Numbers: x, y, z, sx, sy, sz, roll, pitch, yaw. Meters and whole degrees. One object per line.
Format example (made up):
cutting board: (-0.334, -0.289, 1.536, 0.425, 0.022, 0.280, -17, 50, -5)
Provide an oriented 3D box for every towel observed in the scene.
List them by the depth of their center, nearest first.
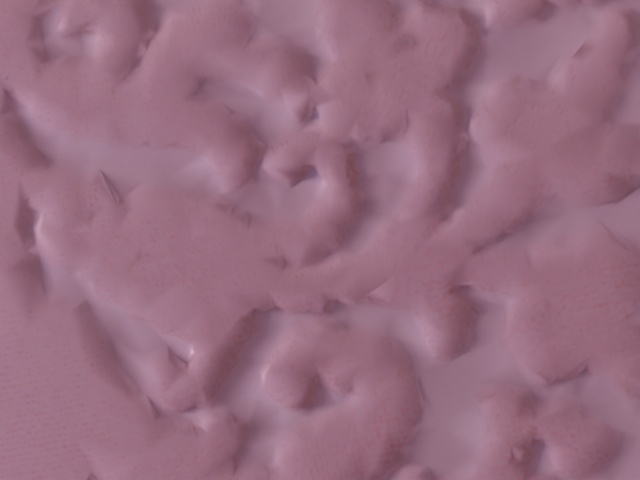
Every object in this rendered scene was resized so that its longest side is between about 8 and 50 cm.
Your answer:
towel: (-0.001, 0.039, 0.433, 0.332, 0.053, 0.317, -11, 83, 9)
